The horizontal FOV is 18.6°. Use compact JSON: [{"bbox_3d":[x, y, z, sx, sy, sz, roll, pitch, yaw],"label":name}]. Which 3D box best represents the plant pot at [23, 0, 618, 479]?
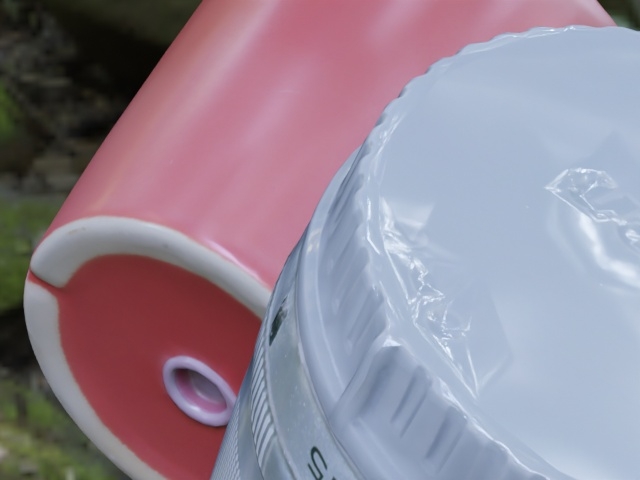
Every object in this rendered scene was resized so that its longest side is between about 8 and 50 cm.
[{"bbox_3d":[0.000,0.000,0.975,0.275,0.275,0.243,7,41,34],"label":"plant pot"}]

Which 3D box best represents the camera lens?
[{"bbox_3d":[0.073,0.096,0.637,0.219,0.274,0.219,9,46,-10],"label":"camera lens"}]
